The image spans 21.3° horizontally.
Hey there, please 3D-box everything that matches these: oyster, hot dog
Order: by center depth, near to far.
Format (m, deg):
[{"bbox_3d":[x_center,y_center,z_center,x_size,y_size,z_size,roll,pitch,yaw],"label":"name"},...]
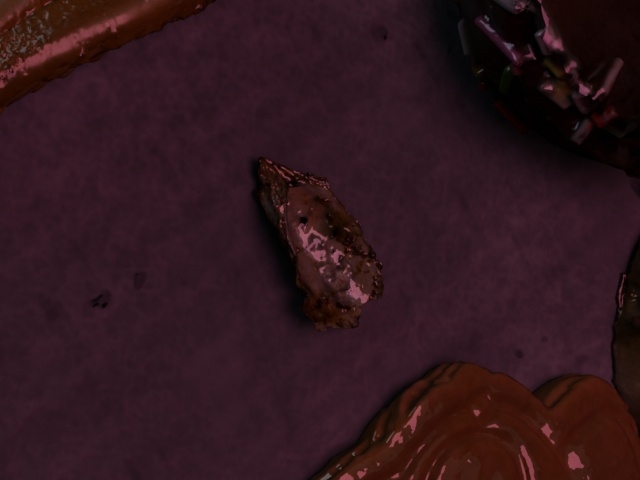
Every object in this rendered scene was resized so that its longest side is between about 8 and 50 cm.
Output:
[{"bbox_3d":[-0.142,-0.149,1.069,0.289,0.068,0.083,-32,84,-26],"label":"hot dog"},{"bbox_3d":[-0.001,0.000,1.188,0.086,0.029,0.132,-15,95,-40],"label":"oyster"}]

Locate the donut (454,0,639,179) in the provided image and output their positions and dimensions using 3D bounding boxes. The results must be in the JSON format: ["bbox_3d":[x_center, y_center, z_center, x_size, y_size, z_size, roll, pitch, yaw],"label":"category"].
[{"bbox_3d":[0.206,-0.216,1.271,0.259,0.136,0.345,4,87,-33],"label":"donut"}]

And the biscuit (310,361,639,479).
[{"bbox_3d":[0.111,0.231,1.254,0.376,0.051,0.269,-31,105,-30],"label":"biscuit"}]

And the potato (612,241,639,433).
[{"bbox_3d":[0.369,0.053,1.400,0.299,0.116,0.239,-46,110,-27],"label":"potato"}]
